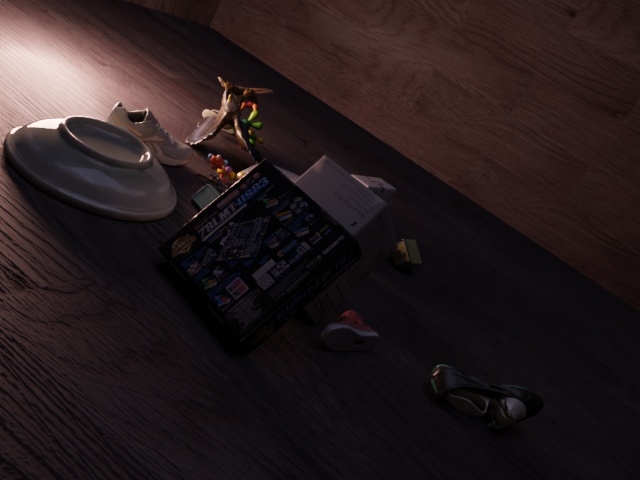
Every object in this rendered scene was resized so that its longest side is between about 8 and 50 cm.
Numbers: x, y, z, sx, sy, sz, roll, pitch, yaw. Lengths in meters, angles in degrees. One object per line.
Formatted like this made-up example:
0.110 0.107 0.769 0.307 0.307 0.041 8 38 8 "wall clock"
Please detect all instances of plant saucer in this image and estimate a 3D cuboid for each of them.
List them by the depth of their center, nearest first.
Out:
-0.509 -0.194 1.464 0.401 0.100 0.400 26 21 -11 "plant saucer"
-0.254 -0.072 1.578 0.192 0.067 0.018 44 -10 31 "plant saucer"

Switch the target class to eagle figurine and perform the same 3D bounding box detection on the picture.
-0.297 -0.387 2.061 0.227 0.298 0.225 -4 -23 26 "eagle figurine"

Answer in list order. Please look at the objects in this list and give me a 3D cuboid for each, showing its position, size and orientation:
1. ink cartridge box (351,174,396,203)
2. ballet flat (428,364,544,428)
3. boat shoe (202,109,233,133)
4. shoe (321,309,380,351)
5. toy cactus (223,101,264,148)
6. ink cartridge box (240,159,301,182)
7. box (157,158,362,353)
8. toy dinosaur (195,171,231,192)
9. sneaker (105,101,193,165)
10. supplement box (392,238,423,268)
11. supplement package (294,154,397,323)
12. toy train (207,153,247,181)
0.154 -0.140 2.181 0.086 0.148 0.203 39 21 27 "ink cartridge box"
0.368 0.362 1.394 0.281 0.095 0.096 17 32 -7 "ballet flat"
-0.369 -0.439 2.303 0.137 0.049 0.043 28 31 -24 "boat shoe"
0.051 0.195 1.378 0.178 0.063 0.081 17 22 -46 "shoe"
-0.297 -0.416 2.260 0.181 0.112 0.218 1 65 -23 "toy cactus"
-0.122 -0.179 1.999 0.224 0.045 0.223 24 20 5 "ink cartridge box"
-0.123 0.020 1.240 0.293 0.295 0.073 42 -14 31 "box"
-0.293 -0.171 1.797 0.090 0.047 0.082 25 -4 23 "toy dinosaur"
-0.459 -0.292 1.729 0.263 0.121 0.099 15 26 -36 "sneaker"
0.271 0.043 1.993 0.083 0.056 0.083 3 68 -51 "supplement box"
0.000 0.000 1.380 0.199 0.263 0.198 41 -12 29 "supplement package"
-0.255 -0.189 1.827 0.166 0.046 0.125 25 -13 -9 "toy train"
